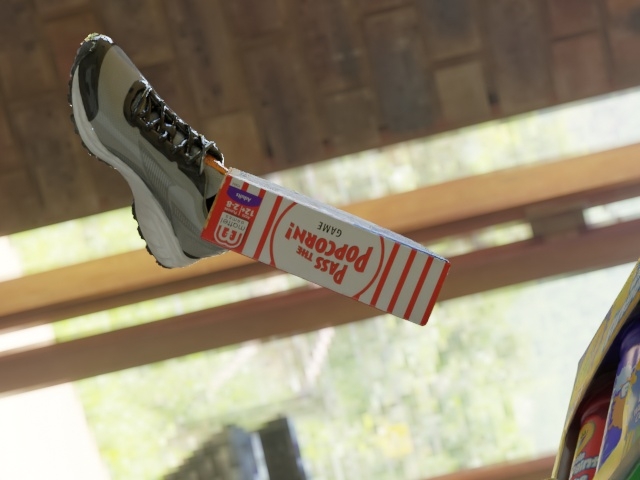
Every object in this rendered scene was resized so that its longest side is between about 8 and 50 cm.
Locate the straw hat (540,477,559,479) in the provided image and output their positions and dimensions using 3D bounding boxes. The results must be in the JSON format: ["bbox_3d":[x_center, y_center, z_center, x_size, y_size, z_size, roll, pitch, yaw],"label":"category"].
[{"bbox_3d":[0.054,0.156,0.855,0.061,0.144,0.144,33,-24,31],"label":"straw hat"}]

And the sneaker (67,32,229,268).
[{"bbox_3d":[-0.152,-0.092,1.780,0.271,0.108,0.100,60,35,-33],"label":"sneaker"}]

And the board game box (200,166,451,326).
[{"bbox_3d":[0.000,0.000,1.183,0.193,0.146,0.045,-116,-132,-86],"label":"board game box"}]

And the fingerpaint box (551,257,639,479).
[{"bbox_3d":[0.351,0.170,1.792,0.445,0.163,0.371,109,1,-53],"label":"fingerpaint box"}]
